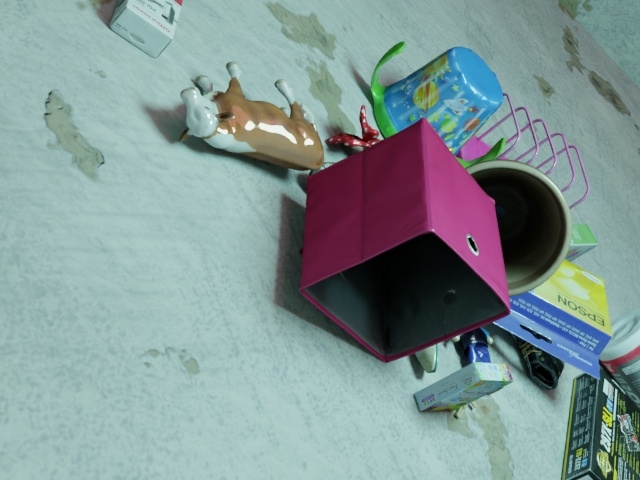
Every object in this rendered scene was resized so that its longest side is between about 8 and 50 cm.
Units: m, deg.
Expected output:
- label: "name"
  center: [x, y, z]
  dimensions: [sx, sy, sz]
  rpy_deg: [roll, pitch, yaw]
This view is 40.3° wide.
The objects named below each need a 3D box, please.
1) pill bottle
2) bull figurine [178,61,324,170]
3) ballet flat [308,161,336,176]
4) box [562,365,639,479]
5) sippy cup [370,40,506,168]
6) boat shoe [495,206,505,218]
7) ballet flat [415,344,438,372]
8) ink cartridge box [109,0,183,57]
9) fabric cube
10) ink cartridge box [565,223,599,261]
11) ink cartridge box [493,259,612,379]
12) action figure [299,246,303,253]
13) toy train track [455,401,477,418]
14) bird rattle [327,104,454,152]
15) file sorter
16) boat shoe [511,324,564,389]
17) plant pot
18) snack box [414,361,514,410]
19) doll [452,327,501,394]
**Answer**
- label: "pill bottle"
  center: [0.804, 0.327, 2.048]
  dimensions: [0.318, 0.176, 0.176]
  rpy_deg: [51, 35, -3]
- label: "bull figurine"
  center: [-0.126, -0.213, 1.520]
  dimensions: [0.310, 0.101, 0.188]
  rpy_deg: [20, 45, -37]
- label: "ballet flat"
  center: [0.071, -0.087, 1.677]
  dimensions: [0.250, 0.084, 0.058]
  rpy_deg: [20, 5, -34]
- label: "box"
  center: [0.623, 0.457, 1.816]
  dimensions: [0.257, 0.079, 0.322]
  rpy_deg: [44, 36, -10]
- label: "sippy cup"
  center: [0.275, -0.305, 1.946]
  dimensions: [0.305, 0.224, 0.240]
  rpy_deg: [14, 49, -40]
- label: "boat shoe"
  center: [0.425, -0.075, 1.953]
  dimensions: [0.109, 0.089, 0.258]
  rpy_deg: [21, 14, -27]
- label: "ballet flat"
  center: [0.185, 0.174, 1.595]
  dimensions: [0.052, 0.057, 0.168]
  rpy_deg: [13, 41, -6]
- label: "ink cartridge box"
  center: [-0.300, -0.398, 1.520]
  dimensions: [0.099, 0.056, 0.135]
  rpy_deg: [32, 39, -28]
- label: "fabric cube"
  center: [0.142, 0.005, 1.467]
  dimensions: [0.254, 0.259, 0.258]
  rpy_deg: [43, 35, -35]
- label: "ink cartridge box"
  center: [0.575, 0.012, 2.117]
  dimensions: [0.209, 0.109, 0.062]
  rpy_deg: [0, 60, -49]
- label: "ink cartridge box"
  center: [0.467, 0.113, 1.842]
  dimensions: [0.303, 0.072, 0.307]
  rpy_deg: [28, 29, -5]
- label: "action figure"
  center: [0.000, 0.000, 1.545]
  dimensions: [0.038, 0.030, 0.115]
  rpy_deg: [46, 33, -5]
- label: "toy train track"
  center: [0.263, 0.299, 1.598]
  dimensions: [0.048, 0.014, 0.083]
  rpy_deg: [56, 40, -8]
- label: "bird rattle"
  center: [0.144, -0.149, 1.757]
  dimensions: [0.253, 0.143, 0.207]
  rpy_deg: [27, -7, 29]
- label: "file sorter"
  center: [0.496, -0.194, 2.141]
  dimensions: [0.290, 0.182, 0.202]
  rpy_deg: [28, 42, -31]
- label: "boat shoe"
  center: [0.444, 0.224, 1.821]
  dimensions: [0.183, 0.065, 0.083]
  rpy_deg: [48, 34, -8]
- label: "plant pot"
  center: [0.350, -0.037, 1.723]
  dimensions: [0.263, 0.263, 0.229]
  rpy_deg: [52, 14, -2]
- label: "snack box"
  center: [0.246, 0.254, 1.505]
  dimensions: [0.100, 0.141, 0.037]
  rpy_deg: [9, 54, -45]
- label: "doll"
  center: [0.293, 0.200, 1.688]
  dimensions: [0.129, 0.046, 0.189]
  rpy_deg: [16, 49, -42]
